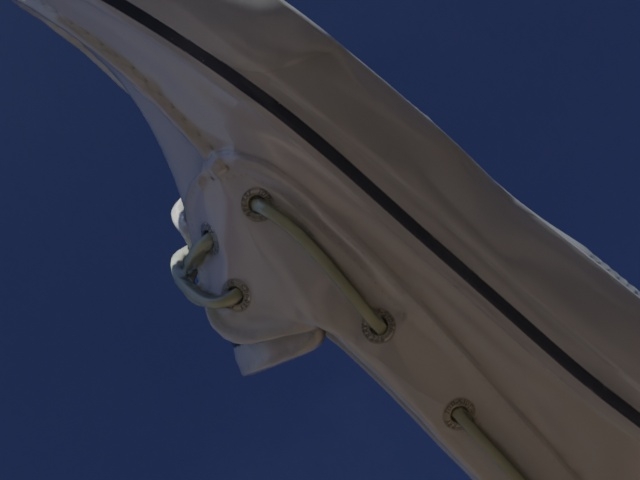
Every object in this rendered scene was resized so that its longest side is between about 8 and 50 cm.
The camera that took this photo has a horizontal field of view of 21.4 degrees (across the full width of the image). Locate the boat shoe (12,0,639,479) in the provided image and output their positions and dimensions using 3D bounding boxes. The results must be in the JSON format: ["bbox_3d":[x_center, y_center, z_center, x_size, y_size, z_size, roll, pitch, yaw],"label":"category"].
[{"bbox_3d":[0.000,0.000,0.410,0.226,0.083,0.076,37,-90,5],"label":"boat shoe"}]
